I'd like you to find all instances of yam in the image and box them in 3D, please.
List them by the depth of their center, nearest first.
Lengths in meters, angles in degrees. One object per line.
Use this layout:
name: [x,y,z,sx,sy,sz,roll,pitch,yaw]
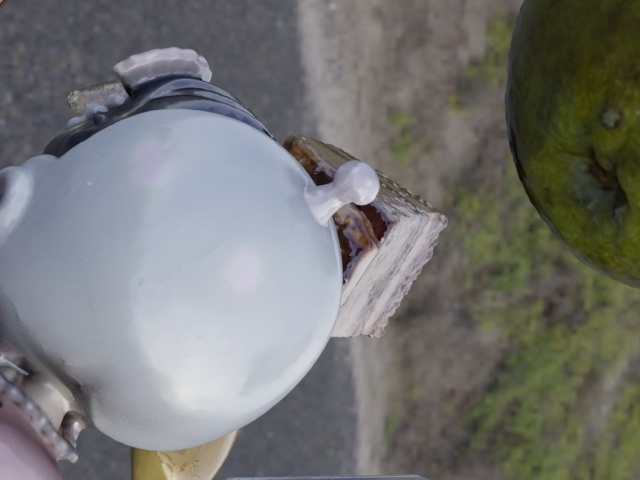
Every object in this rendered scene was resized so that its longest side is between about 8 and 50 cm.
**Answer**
yam: [-0.231,-0.165,1.878,0.145,0.032,0.032,-26,119,-61]

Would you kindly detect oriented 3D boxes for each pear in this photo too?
pear: [0.320,-0.126,1.383,0.413,0.352,0.352,-36,131,-42]

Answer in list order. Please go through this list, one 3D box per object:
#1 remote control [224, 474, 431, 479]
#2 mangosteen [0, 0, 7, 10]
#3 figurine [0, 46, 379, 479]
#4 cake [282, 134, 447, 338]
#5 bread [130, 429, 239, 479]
remote control: [0.007,0.259,1.482,0.250,0.034,0.103,5,93,-42]
mangosteen: [-0.257,-0.211,1.073,0.156,0.181,0.146,18,46,-29]
figurine: [-0.132,0.070,1.103,0.361,0.211,0.253,-48,140,-20]
cake: [0.000,0.000,2.017,0.196,0.199,0.293,-57,163,12]
bread: [-0.158,0.239,2.102,0.147,0.098,0.217,92,22,-45]
